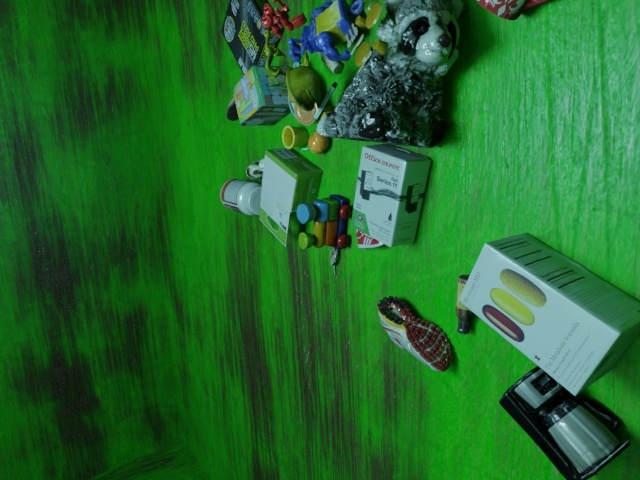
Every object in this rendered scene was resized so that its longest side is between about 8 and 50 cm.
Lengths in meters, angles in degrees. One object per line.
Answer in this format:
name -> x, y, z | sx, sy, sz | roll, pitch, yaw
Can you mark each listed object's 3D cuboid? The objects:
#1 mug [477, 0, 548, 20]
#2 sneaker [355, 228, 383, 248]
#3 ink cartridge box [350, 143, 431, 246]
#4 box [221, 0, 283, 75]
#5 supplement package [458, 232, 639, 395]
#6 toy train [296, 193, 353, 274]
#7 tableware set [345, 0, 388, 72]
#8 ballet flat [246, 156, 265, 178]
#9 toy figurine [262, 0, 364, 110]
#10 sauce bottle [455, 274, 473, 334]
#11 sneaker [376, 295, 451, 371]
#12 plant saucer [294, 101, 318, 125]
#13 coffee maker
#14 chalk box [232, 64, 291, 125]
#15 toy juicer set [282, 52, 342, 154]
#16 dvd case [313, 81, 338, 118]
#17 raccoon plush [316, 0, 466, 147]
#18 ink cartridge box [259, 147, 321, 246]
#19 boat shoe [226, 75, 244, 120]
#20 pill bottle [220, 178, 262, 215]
mug -> 0.340, -0.444, 0.723 | 0.150, 0.113, 0.169 | 63, 145, 25
sneaker -> 0.132, -0.015, 1.191 | 0.118, 0.042, 0.067 | -7, 97, 57
ink cartridge box -> 0.162, -0.111, 1.083 | 0.153, 0.086, 0.209 | 32, 123, 46
box -> -0.233, -0.695, 1.506 | 0.216, 0.060, 0.270 | -51, 58, 47
supplement package -> 0.389, 0.112, 0.781 | 0.244, 0.133, 0.139 | 43, 131, 40
toy train -> 0.000, 0.000, 1.293 | 0.105, 0.143, 0.248 | 29, 122, 48
tableware set -> 0.093, -0.387, 0.852 | 0.104, 0.024, 0.154 | -51, 35, 38
ballet flat -> -0.192, -0.250, 1.563 | 0.213, 0.068, 0.072 | -11, 91, 55
toy figurine -> 0.002, -0.510, 1.085 | 0.217, 0.191, 0.363 | -21, 51, 23
sauce bottle -> 0.312, 0.138, 0.980 | 0.042, 0.042, 0.128 | 22, 119, 50
sneaker -> 0.227, 0.232, 1.106 | 0.225, 0.088, 0.093 | 45, 154, 39
plant saucer -> -0.041, -0.357, 1.245 | 0.083, 0.013, 0.084 | 16, 118, 33
coffee maker -> 0.416, 0.332, 0.817 | 0.178, 0.120, 0.171 | 52, 138, 34
chalk box -> -0.163, -0.456, 1.412 | 0.213, 0.132, 0.132 | -17, 85, 54
toy juicer set -> -0.028, -0.398, 1.271 | 0.209, 0.089, 0.329 | 37, 127, 44
dvd case -> 0.014, -0.356, 1.151 | 0.087, 0.013, 0.119 | -57, 7, 23
raccoon plush -> 0.111, -0.369, 0.988 | 0.446, 0.216, 0.299 | 20, 108, 48
ink cartridge box -> -0.105, -0.140, 1.449 | 0.189, 0.097, 0.255 | 43, 134, 40
boat shoe -> -0.289, -0.518, 1.642 | 0.190, 0.068, 0.072 | -45, 50, 39
pill bottle -> -0.265, -0.155, 1.647 | 0.221, 0.121, 0.121 | 17, 113, 51
